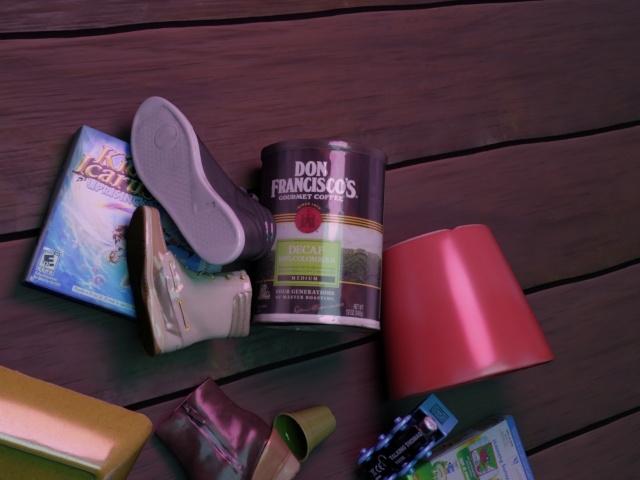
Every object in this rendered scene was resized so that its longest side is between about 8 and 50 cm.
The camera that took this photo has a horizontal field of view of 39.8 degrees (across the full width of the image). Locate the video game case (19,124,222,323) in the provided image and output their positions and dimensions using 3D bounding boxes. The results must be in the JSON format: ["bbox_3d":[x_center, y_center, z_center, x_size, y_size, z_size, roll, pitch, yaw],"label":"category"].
[{"bbox_3d":[-0.272,-0.008,1.322,0.270,0.061,0.244,22,73,-23],"label":"video game case"}]

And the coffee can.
[{"bbox_3d":[0.000,0.000,1.383,0.202,0.201,0.275,7,80,-27],"label":"coffee can"}]

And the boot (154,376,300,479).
[{"bbox_3d":[-0.173,0.357,1.326,0.207,0.090,0.248,42,67,-4],"label":"boot"}]

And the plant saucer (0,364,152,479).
[{"bbox_3d":[-0.423,0.325,1.098,0.333,0.081,0.332,25,101,-22],"label":"plant saucer"}]

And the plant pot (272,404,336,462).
[{"bbox_3d":[-0.020,0.299,1.408,0.079,0.083,0.083,-19,92,-41],"label":"plant pot"}]

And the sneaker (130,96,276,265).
[{"bbox_3d":[-0.171,-0.078,1.304,0.295,0.104,0.147,57,15,21],"label":"sneaker"}]

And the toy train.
[{"bbox_3d":[0.136,0.330,1.430,0.080,0.184,0.105,48,35,11],"label":"toy train"}]

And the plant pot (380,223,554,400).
[{"bbox_3d":[0.218,0.117,1.463,0.275,0.275,0.243,-7,76,-28],"label":"plant pot"}]

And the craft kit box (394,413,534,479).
[{"bbox_3d":[0.272,0.468,1.545,0.247,0.061,0.249,-21,93,-31],"label":"craft kit box"}]

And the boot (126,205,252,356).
[{"bbox_3d":[-0.187,0.050,1.281,0.165,0.077,0.213,-7,89,-30],"label":"boot"}]
